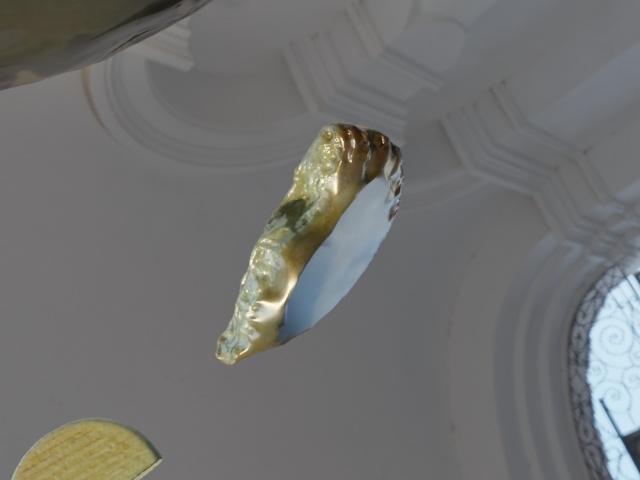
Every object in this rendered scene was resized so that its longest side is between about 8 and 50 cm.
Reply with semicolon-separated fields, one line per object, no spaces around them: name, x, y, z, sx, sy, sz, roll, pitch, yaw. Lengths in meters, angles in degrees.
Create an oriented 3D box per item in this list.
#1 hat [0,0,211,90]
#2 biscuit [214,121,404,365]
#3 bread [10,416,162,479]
hat;-0.125;-0.107;0.278;0.366;0.257;0.382;77;-165;-66
biscuit;0.000;0.000;0.941;0.078;0.335;0.329;35;-125;22
bread;-0.293;0.275;0.904;0.112;0.193;0.036;49;168;16
